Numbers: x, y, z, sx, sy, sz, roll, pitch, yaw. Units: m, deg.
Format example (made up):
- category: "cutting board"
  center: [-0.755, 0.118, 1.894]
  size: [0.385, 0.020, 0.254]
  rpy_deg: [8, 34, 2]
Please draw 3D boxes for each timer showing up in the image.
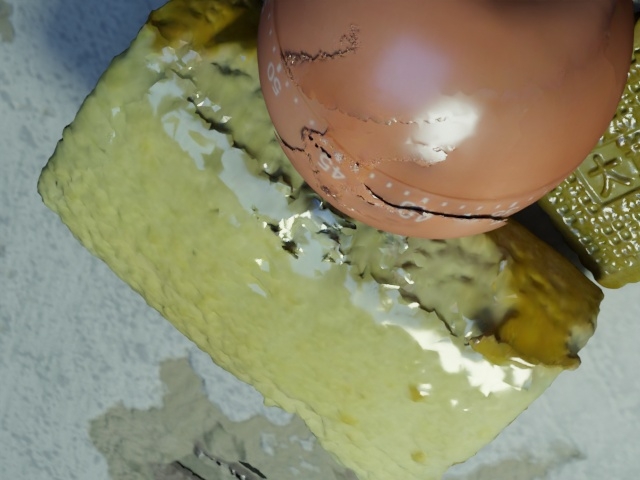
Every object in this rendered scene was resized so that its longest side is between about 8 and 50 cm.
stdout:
- category: "timer"
  center: [0.074, -0.120, 1.145]
  size: [0.229, 0.229, 0.215]
  rpy_deg: [37, 143, 3]

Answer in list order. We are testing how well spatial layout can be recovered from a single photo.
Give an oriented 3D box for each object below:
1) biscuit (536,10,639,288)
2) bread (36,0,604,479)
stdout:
- category: "biscuit"
  center: [0.243, -0.072, 1.219]
  size: [0.254, 0.029, 0.172]
  rpy_deg: [-28, 104, 38]
- category: "bread"
  center: [0.000, 0.000, 1.315]
  size: [0.375, 0.165, 0.236]
  rpy_deg: [42, 136, -2]
